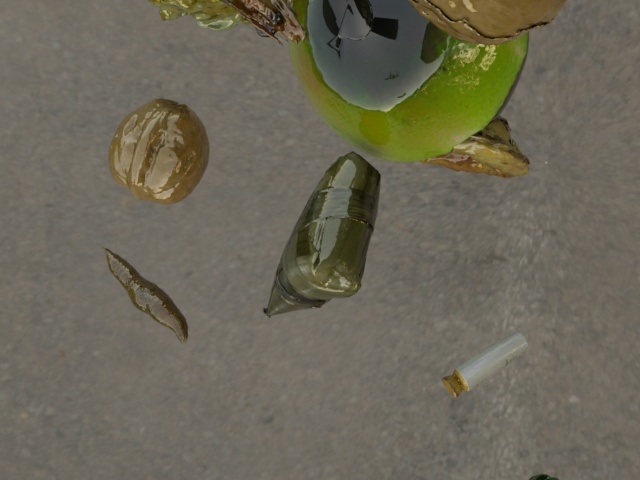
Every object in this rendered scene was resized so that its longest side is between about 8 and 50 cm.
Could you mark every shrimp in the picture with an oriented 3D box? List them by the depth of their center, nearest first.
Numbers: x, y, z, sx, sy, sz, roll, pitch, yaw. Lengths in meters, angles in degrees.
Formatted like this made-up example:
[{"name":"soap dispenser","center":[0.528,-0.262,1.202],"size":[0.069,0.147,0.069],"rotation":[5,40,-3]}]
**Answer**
[{"name":"shrimp","center":[-0.118,-0.335,1.004],"size":[0.287,0.152,0.063],"rotation":[39,136,-9]}]

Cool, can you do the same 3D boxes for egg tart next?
[{"name":"egg tart","center":[0.235,-0.166,1.461],"size":[0.241,0.241,0.106],"rotation":[13,89,13]}]

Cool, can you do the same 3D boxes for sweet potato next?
[{"name":"sweet potato","center":[-0.352,0.107,1.766],"size":[0.274,0.067,0.067],"rotation":[40,103,23]}]

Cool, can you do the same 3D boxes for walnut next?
[{"name":"walnut","center":[0.151,-0.302,0.849],"size":[0.198,0.198,0.245],"rotation":[-38,112,14]},{"name":"walnut","center":[-0.249,-0.139,1.379],"size":[0.166,0.149,0.166],"rotation":[-1,85,11]}]

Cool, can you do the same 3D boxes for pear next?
[{"name":"pear","center":[0.100,-0.316,1.283],"size":[0.399,0.165,0.399],"rotation":[-1,88,24]}]

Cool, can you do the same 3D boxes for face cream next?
[{"name":"face cream","center":[0.325,0.243,1.736],"size":[0.182,0.072,0.051],"rotation":[-31,66,-9]}]

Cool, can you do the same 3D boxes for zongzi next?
[{"name":"zongzi","center":[0.000,0.000,1.336],"size":[0.112,0.242,0.221],"rotation":[27,63,-15]}]

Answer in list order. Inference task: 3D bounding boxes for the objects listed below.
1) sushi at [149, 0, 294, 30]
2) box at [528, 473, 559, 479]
[{"name":"sushi","center":[-0.188,-0.565,1.578],"size":[0.396,0.240,0.351],"rotation":[1,95,-10]},{"name":"box","center":[0.344,0.478,1.200],"size":[0.178,0.329,0.253],"rotation":[-23,91,37]}]
